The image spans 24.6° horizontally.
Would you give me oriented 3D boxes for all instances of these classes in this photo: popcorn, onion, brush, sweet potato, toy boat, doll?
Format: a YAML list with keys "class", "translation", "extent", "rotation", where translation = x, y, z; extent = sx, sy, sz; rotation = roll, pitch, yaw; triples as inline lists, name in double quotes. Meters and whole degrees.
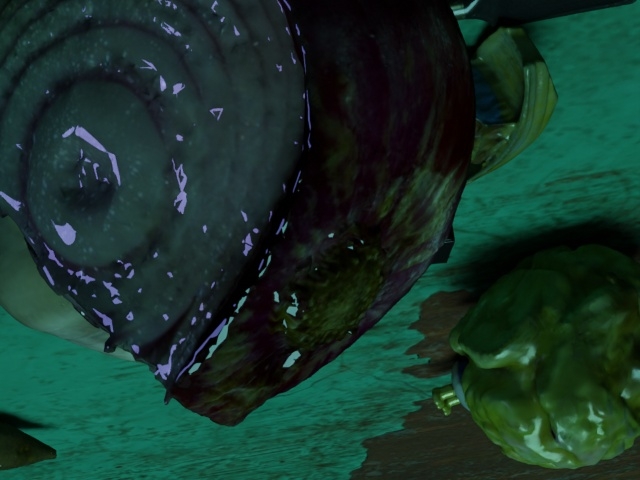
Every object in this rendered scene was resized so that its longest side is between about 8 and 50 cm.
- class: "popcorn"
  translation: [0.206, 0.098, 1.194]
  extent: [0.187, 0.185, 0.167]
  rotation: [-18, 172, 1]
- class: "onion"
  translation: [-0.034, -0.051, 0.753]
  extent: [0.256, 0.272, 0.230]
  rotation: [-31, 159, 29]
- class: "brush"
  translation: [0.094, -0.136, 0.846]
  extent: [0.193, 0.016, 0.063]
  rotation: [-10, 154, 3]
- class: "sweet potato"
  translation: [-0.339, 0.186, 1.356]
  extent: [0.065, 0.051, 0.218]
  rotation: [-29, 148, 33]
- class: "toy boat"
  translation: [0.094, -0.074, 0.921]
  extent: [0.066, 0.065, 0.172]
  rotation: [-13, 158, -26]
- class: "doll"
  translation: [0.177, 0.129, 1.396]
  extent: [0.143, 0.058, 0.099]
  rotation: [-20, 152, 12]

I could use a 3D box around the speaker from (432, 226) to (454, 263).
- class: "speaker"
  translation: [0.000, 0.000, 1.080]
  extent: [0.191, 0.040, 0.046]
  rotation: [-5, 157, -7]

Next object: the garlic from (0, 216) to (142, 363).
- class: "garlic"
  translation: [-0.129, 0.016, 0.962]
  extent: [0.217, 0.110, 0.228]
  rotation: [28, 146, -29]
